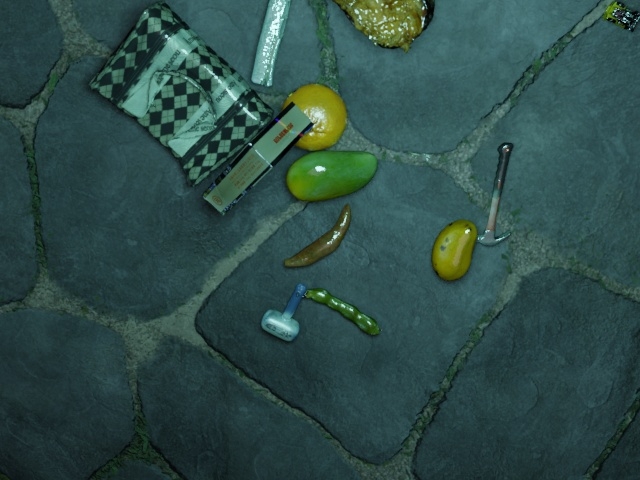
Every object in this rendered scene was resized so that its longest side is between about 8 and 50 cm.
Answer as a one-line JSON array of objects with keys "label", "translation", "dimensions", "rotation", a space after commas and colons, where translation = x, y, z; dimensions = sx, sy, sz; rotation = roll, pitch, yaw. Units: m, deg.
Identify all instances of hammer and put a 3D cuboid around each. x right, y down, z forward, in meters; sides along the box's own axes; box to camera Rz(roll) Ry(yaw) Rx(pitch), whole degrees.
[{"label": "hammer", "translation": [0.481, -0.125, 1.806], "dimensions": [0.111, 0.033, 0.287], "rotation": [7, 106, 5]}, {"label": "hammer", "translation": [-0.092, 0.202, 1.929], "dimensions": [0.116, 0.069, 0.193], "rotation": [27, 116, -1]}]

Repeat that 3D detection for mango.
[{"label": "mango", "translation": [0.366, 0.024, 1.824], "dimensions": [0.115, 0.090, 0.177], "rotation": [25, 112, 39]}, {"label": "mango", "translation": [0.030, -0.181, 1.786], "dimensions": [0.251, 0.114, 0.156], "rotation": [-14, 138, -3]}]

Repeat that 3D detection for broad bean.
[{"label": "broad bean", "translation": [0.065, 0.203, 1.935], "dimensions": [0.256, 0.052, 0.052], "rotation": [29, 67, 0]}]

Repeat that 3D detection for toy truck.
[{"label": "toy truck", "translation": [0.746, -0.557, 1.642], "dimensions": [0.083, 0.054, 0.049], "rotation": [25, 107, -2]}]

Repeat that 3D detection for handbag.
[{"label": "handbag", "translation": [-0.376, -0.371, 1.765], "dimensions": [0.416, 0.180, 0.317], "rotation": [43, 114, -12]}]

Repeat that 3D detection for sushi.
[{"label": "sushi", "translation": [0.140, -0.634, 1.609], "dimensions": [0.348, 0.207, 0.234], "rotation": [44, 113, -5]}]

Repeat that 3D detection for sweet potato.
[{"label": "sweet potato", "translation": [0.009, 0.006, 1.882], "dimensions": [0.255, 0.058, 0.078], "rotation": [-42, 77, 11]}]

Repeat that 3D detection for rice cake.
[{"label": "rice cake", "translation": [-0.117, -0.571, 1.724], "dimensions": [0.063, 0.066, 0.336], "rotation": [13, 108, -7]}]

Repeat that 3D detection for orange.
[{"label": "orange", "translation": [-0.018, -0.324, 1.743], "dimensions": [0.178, 0.155, 0.177], "rotation": [0, 97, -4]}]

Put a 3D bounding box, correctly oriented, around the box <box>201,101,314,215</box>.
[{"label": "box", "translation": [-0.163, -0.205, 1.692], "dimensions": [0.084, 0.198, 0.310], "rotation": [44, 144, -8]}]
